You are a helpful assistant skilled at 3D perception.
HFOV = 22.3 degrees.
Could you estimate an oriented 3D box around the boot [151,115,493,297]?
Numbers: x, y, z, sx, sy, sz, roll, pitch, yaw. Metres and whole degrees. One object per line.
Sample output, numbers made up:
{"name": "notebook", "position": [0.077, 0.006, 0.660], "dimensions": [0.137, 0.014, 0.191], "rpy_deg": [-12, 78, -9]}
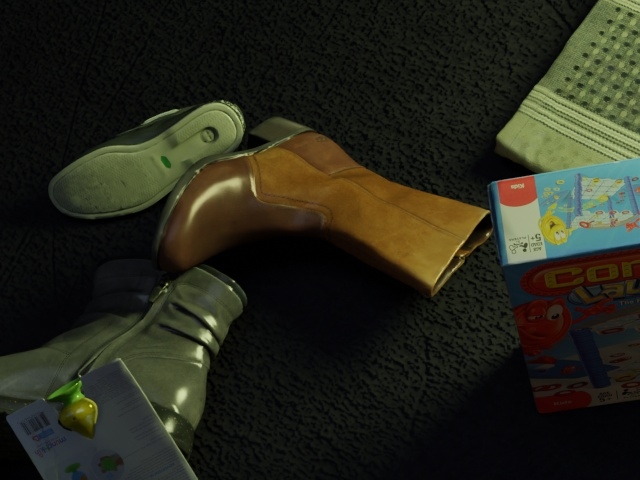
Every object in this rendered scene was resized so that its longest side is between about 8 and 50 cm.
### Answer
{"name": "boot", "position": [0.000, 0.000, 1.663], "dimensions": [0.280, 0.096, 0.264], "rpy_deg": [28, 39, 24]}

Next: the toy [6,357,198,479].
{"name": "toy", "position": [-0.178, 0.231, 1.549], "dimensions": [0.137, 0.237, 0.056], "rpy_deg": [-28, 12, 18]}

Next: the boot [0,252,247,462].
{"name": "boot", "position": [-0.257, 0.114, 1.690], "dimensions": [0.338, 0.118, 0.222], "rpy_deg": [9, 56, 11]}

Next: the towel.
{"name": "towel", "position": [0.392, -0.142, 1.701], "dimensions": [0.324, 0.056, 0.312], "rpy_deg": [31, 74, 25]}

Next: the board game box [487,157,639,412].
{"name": "board game box", "position": [0.324, 0.036, 1.456], "dimensions": [0.308, 0.302, 0.086], "rpy_deg": [-10, 58, 9]}

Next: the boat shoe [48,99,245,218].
{"name": "boat shoe", "position": [-0.191, -0.091, 1.811], "dimensions": [0.233, 0.084, 0.079], "rpy_deg": [-24, 19, 8]}
